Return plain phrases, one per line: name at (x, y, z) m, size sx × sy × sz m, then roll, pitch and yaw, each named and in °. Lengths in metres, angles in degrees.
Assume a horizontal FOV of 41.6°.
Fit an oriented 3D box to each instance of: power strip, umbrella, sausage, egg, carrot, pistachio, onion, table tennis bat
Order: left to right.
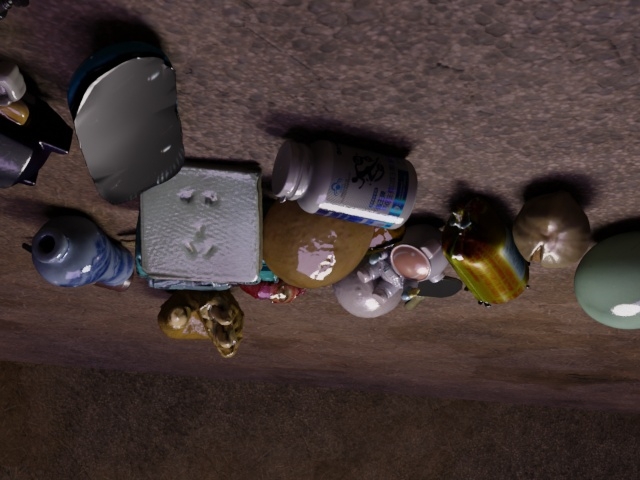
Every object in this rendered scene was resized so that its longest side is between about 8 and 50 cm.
umbrella at (-0.263, 0.085, 1.868) m, size 0.251 × 0.053 × 0.052 m, roll 3°, pitch 161°, yaw 5°
power strip at (-0.188, -0.037, 1.354) m, size 0.199 × 0.064 × 0.213 m, roll 5°, pitch 118°, yaw 0°
onion at (-0.090, 0.044, 1.653) m, size 0.150 × 0.140 × 0.150 m, roll 12°, pitch -155°, yaw -6°
carrot at (0.069, -0.013, 1.452) m, size 0.082 × 0.082 × 0.173 m, roll 20°, pitch 157°, yaw -40°
table tennis bat at (0.238, 0.120, 1.921) m, size 0.138 × 0.022 × 0.246 m, roll 6°, pitch 161°, yaw -7°
sausage at (0.267, 0.016, 1.433) m, size 0.125 × 0.117 × 0.317 m, roll -43°, pitch 149°, yaw 4°
pistachio at (0.370, -0.017, 1.336) m, size 0.125 × 0.124 × 0.185 m, roll -2°, pitch 177°, yaw 18°
egg at (0.545, 0.066, 1.448) m, size 0.168 × 0.167 × 0.231 m, roll 16°, pitch 156°, yaw -32°

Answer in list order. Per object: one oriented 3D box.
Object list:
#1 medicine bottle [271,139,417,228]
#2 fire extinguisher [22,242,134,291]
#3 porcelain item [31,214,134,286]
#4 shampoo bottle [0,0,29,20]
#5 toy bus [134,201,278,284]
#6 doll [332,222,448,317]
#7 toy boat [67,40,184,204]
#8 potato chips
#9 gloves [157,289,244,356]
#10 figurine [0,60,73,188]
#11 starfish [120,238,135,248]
medicine bottle at (0.033, -0.083, 1.198) m, size 0.192 × 0.106 × 0.107 m, roll 11°, pitch 161°, yaw -21°
fire extinguisher at (-0.521, 0.049, 1.803) m, size 0.231 × 0.071 × 0.099 m, roll 20°, pitch -176°, yaw -38°
porcelain item at (-0.458, 0.028, 1.625) m, size 0.141 × 0.141 × 0.259 m, roll 0°, pitch 171°, yaw 14°
shampoo bottle at (-0.373, -0.249, 0.903) m, size 0.137 × 0.027 × 0.048 m, roll -3°, pitch 163°, yaw 21°
toy bus at (-0.199, -0.002, 1.471) m, size 0.256 × 0.128 × 0.147 m, roll 2°, pitch 160°, yaw -2°
doll at (0.136, 0.050, 1.559) m, size 0.151 × 0.150 × 0.287 m, roll 14°, pitch 153°, yaw -27°
toy boat at (-0.252, -0.161, 1.054) m, size 0.134 × 0.092 × 0.299 m, roll -27°, pitch 160°, yaw -17°
potato chips at (-0.001, 0.001, 1.360) m, size 0.208 × 0.061 × 0.195 m, roll -37°, pitch 119°, yaw 19°
gloves at (-0.279, 0.175, 1.987) m, size 0.203 × 0.155 × 0.356 m, roll 21°, pitch 174°, yaw -24°
figurine at (-0.458, -0.153, 1.038) m, size 0.309 × 0.143 × 0.308 m, roll 21°, pitch 172°, yaw 3°
starfish at (-0.280, 0.013, 1.661) m, size 0.248 × 0.050 × 0.138 m, roll -5°, pitch 162°, yaw 35°
